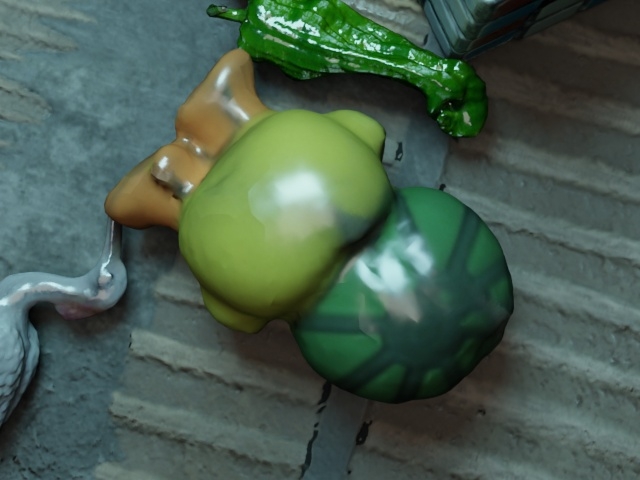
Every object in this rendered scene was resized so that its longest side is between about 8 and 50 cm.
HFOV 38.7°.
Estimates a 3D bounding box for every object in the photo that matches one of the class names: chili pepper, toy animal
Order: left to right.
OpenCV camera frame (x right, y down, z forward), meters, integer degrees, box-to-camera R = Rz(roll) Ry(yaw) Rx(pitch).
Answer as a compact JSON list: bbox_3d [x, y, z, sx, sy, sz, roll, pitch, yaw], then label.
[{"bbox_3d":[-0.299,0.095,0.819,0.324,0.090,0.195,-19,89,5],"label":"toy animal"},{"bbox_3d":[0.001,0.001,0.751,0.338,0.191,0.216,36,92,3],"label":"toy animal"},{"bbox_3d":[0.028,-0.163,0.799,0.256,0.100,0.074,19,133,8],"label":"chili pepper"}]

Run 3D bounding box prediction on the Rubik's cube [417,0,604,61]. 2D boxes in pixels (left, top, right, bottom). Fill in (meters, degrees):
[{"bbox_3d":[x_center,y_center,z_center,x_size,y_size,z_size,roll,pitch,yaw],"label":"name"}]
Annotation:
[{"bbox_3d":[0.172,-0.317,0.709,0.253,0.256,0.259,-24,88,3],"label":"Rubik's cube"}]
